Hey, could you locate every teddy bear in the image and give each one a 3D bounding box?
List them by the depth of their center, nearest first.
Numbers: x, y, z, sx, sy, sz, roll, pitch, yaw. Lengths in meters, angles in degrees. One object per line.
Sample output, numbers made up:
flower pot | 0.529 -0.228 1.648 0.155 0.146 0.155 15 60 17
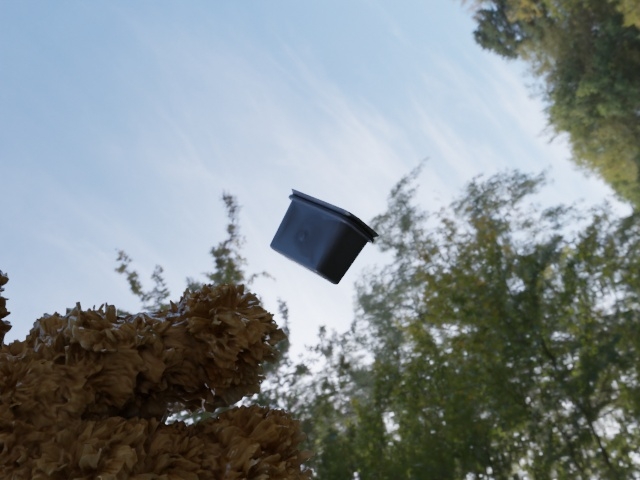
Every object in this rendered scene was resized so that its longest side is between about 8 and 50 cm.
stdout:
teddy bear | -0.171 0.110 0.319 0.338 0.113 0.245 4 -120 -4

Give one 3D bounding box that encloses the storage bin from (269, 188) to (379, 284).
storage bin | 0.000 0.000 0.849 0.098 0.135 0.091 36 -97 -48
